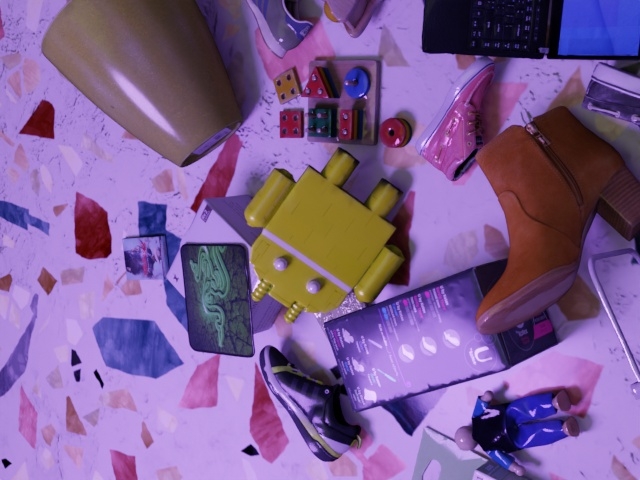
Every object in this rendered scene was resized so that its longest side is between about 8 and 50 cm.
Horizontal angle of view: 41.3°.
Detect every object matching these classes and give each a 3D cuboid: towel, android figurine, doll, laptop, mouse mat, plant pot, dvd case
[{"bbox_3d":[0.046,0.135,1.393,0.110,0.027,0.148,-38,73,34],"label":"towel"},{"bbox_3d":[0.000,0.000,1.314,0.248,0.056,0.272,37,96,-6],"label":"android figurine"},{"bbox_3d":[0.274,0.275,1.227,0.189,0.046,0.129,-23,82,37],"label":"doll"},{"bbox_3d":[0.273,-0.351,1.074,0.265,0.136,0.234,4,100,1],"label":"laptop"},{"bbox_3d":[-0.173,0.099,1.418,0.153,0.007,0.189,0,97,38],"label":"mouse mat"},{"bbox_3d":[-0.274,-0.281,1.454,0.275,0.275,0.293,-37,90,35],"label":"plant pot"},{"bbox_3d":[-0.347,0.035,1.687,0.120,0.013,0.087,-2,95,37],"label":"dvd case"}]

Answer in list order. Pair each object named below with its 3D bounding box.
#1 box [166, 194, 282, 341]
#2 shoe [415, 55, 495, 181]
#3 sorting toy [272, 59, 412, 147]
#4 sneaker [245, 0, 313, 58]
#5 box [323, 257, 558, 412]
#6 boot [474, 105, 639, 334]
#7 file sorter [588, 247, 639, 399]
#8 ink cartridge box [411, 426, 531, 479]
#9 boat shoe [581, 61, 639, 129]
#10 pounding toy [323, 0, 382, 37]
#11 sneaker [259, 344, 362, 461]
[{"bbox_3d":[-0.144,0.044,1.466,0.182,0.119,0.181,44,120,25],"label":"box"},{"bbox_3d":[0.211,-0.169,1.205,0.081,0.063,0.178,48,127,21],"label":"shoe"},{"bbox_3d":[0.018,-0.220,1.352,0.275,0.046,0.132,9,102,37],"label":"sorting toy"},{"bbox_3d":[-0.073,-0.398,1.392,0.086,0.064,0.192,-31,74,23],"label":"sneaker"},{"bbox_3d":[0.168,0.134,1.212,0.270,0.165,0.143,-25,81,38],"label":"box"},{"bbox_3d":[0.261,-0.033,1.092,0.295,0.104,0.211,-35,63,-9],"label":"boot"},{"bbox_3d":[0.478,0.043,0.950,0.278,0.193,0.173,-28,76,36],"label":"file sorter"},{"bbox_3d":[0.227,0.408,1.278,0.235,0.056,0.171,21,109,31],"label":"ink cartridge box"},{"bbox_3d":[0.424,-0.150,1.038,0.219,0.078,0.070,35,115,38],"label":"boat shoe"},{"bbox_3d":[-0.028,-0.432,1.265,0.154,0.155,0.269,-38,72,11],"label":"pounding toy"},{"bbox_3d":[-0.010,0.261,1.438,0.097,0.084,0.234,-39,72,9],"label":"sneaker"}]
